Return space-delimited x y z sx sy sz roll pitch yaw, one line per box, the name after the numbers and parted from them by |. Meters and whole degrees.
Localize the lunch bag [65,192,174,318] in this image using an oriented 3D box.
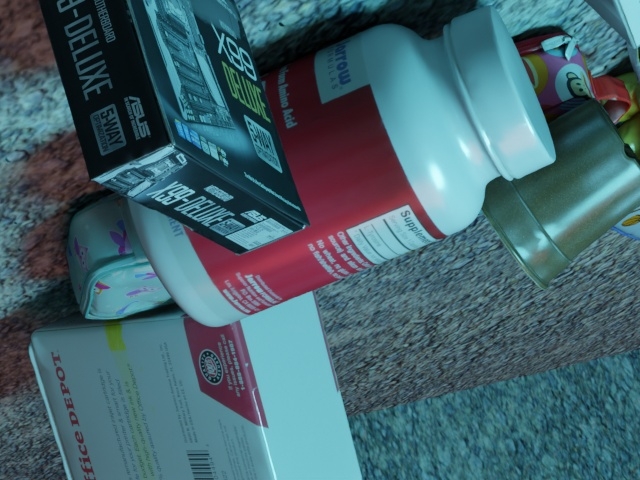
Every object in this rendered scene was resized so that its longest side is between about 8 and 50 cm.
-0.163 0.007 2.047 0.279 0.108 0.224 -13 162 -17 | lunch bag

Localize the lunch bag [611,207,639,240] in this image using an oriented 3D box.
0.497 -0.103 2.380 0.243 0.115 0.303 -28 162 22 | lunch bag

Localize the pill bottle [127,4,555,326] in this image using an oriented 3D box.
0.022 -0.083 1.750 0.408 0.229 0.229 -23 162 13 | pill bottle

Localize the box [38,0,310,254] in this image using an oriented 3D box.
-0.126 -0.135 1.414 0.076 0.242 0.307 -22 162 14 | box

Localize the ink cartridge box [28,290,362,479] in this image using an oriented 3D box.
-0.166 0.211 2.175 0.385 0.279 0.160 -6 -168 41 | ink cartridge box

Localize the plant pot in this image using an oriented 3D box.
0.265 -0.061 1.848 0.165 0.167 0.167 -35 159 12 | plant pot

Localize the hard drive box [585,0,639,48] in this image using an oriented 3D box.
0.311 -0.301 1.424 0.232 0.089 0.181 -39 148 1 | hard drive box

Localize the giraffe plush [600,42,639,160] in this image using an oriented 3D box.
0.460 -0.179 2.080 0.170 0.181 0.210 -24 131 -17 | giraffe plush

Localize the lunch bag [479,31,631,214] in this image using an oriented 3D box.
0.238 -0.134 1.997 0.258 0.120 0.293 -21 162 7 | lunch bag
